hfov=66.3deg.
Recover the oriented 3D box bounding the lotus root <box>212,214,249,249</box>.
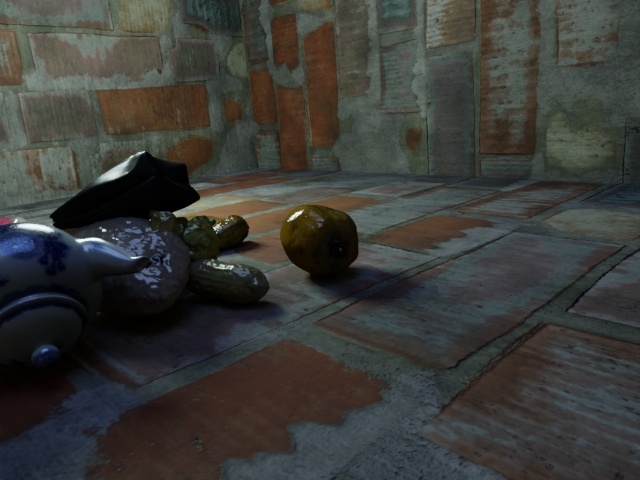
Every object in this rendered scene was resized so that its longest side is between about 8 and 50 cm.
[{"bbox_3d":[-0.304,-0.017,1.545,0.108,0.094,0.190,-37,-2,36],"label":"lotus root"}]

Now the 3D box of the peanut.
[{"bbox_3d":[-0.207,0.092,1.089,0.214,0.090,0.098,7,-23,31],"label":"peanut"}]

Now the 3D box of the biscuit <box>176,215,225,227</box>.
[{"bbox_3d":[-0.511,-0.037,1.733,0.385,0.062,0.365,-12,15,-26],"label":"biscuit"}]

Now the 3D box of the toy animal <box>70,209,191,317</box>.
[{"bbox_3d":[-0.426,0.051,1.071,0.358,0.188,0.226,14,45,20],"label":"toy animal"}]

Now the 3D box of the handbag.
[{"bbox_3d":[-0.482,-0.106,1.230,0.288,0.152,0.342,-24,2,2],"label":"handbag"}]

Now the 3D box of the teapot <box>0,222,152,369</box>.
[{"bbox_3d":[-0.500,0.112,0.836,0.424,0.252,0.280,-32,54,-15],"label":"teapot"}]

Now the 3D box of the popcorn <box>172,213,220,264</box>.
[{"bbox_3d":[-0.353,0.013,1.254,0.187,0.167,0.185,1,-4,-5],"label":"popcorn"}]

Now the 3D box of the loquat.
[{"bbox_3d":[0.000,0.000,1.209,0.187,0.176,0.234,-12,27,-27],"label":"loquat"}]

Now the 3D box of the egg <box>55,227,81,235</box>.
[{"bbox_3d":[-0.740,-0.040,1.561,0.195,0.195,0.233,-2,32,8],"label":"egg"}]

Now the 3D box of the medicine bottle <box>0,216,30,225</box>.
[{"bbox_3d":[-1.073,0.003,1.581,0.247,0.147,0.147,-6,14,-8],"label":"medicine bottle"}]
